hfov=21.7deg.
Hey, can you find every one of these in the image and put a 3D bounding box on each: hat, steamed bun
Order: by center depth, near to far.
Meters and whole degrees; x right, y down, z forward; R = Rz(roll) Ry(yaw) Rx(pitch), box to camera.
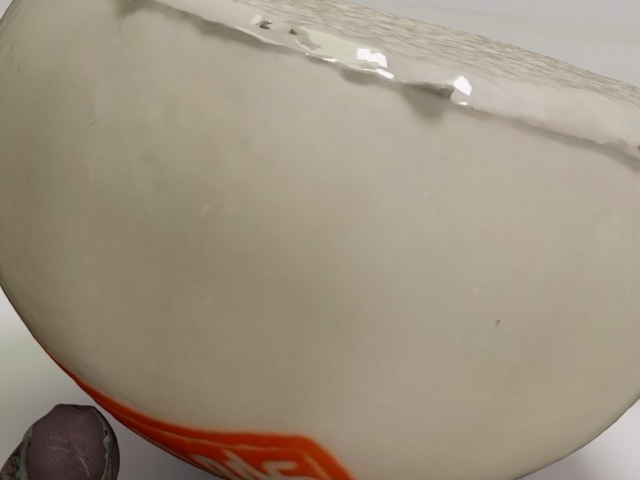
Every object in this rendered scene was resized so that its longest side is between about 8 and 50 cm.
[{"bbox_3d":[-0.120,0.119,0.782,0.058,0.042,0.087,-4,49,6],"label":"hat"},{"bbox_3d":[0.000,0.000,0.837,0.374,0.241,0.374,17,12,-4],"label":"steamed bun"}]
